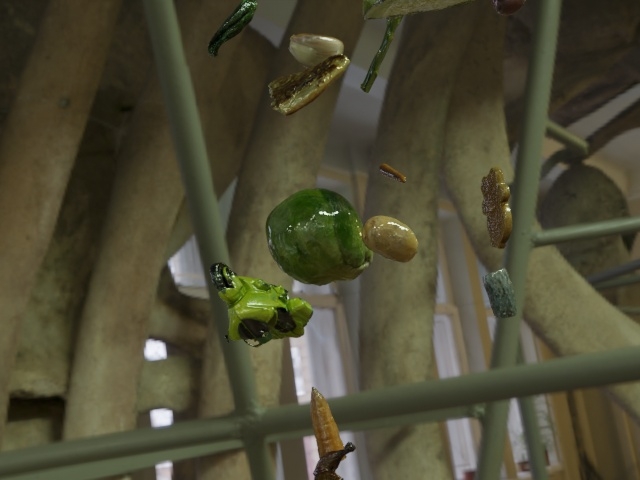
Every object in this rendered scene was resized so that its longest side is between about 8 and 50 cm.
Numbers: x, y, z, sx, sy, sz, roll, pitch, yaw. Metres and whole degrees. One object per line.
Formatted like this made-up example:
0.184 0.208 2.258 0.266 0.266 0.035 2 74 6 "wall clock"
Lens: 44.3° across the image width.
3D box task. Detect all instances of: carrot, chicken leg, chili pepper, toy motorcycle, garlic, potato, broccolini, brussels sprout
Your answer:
0.009 0.475 2.039 0.072 0.205 0.072 -15 4 1 "carrot"
0.019 0.391 1.328 0.062 0.037 0.145 11 -57 2 "chicken leg"
-0.267 -0.703 2.520 0.065 0.279 0.122 39 1 -18 "chili pepper"
0.240 -0.215 2.551 0.037 0.037 0.190 -4 18 -20 "carrot"
-0.140 0.169 1.900 0.142 0.206 0.342 -25 -25 20 "toy motorcycle"
0.004 -0.626 2.627 0.206 0.115 0.128 -1 2 -28 "garlic"
0.202 -0.006 2.276 0.178 0.109 0.118 26 -26 -14 "potato"
0.194 -0.655 2.443 0.078 0.392 0.074 17 13 -32 "broccolini"
0.002 -0.005 2.410 0.354 0.289 0.281 36 -79 -31 "brussels sprout"

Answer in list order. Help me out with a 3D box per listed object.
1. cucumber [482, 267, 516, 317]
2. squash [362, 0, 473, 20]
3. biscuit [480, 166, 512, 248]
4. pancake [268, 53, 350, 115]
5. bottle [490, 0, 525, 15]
0.410 0.122 1.787 0.064 0.112 0.064 -17 -4 -1 "cucumber"
0.188 -0.472 1.542 0.236 0.155 0.204 -9 -33 11 "squash"
0.502 -0.090 2.217 0.036 0.226 0.166 -2 -20 -12 "biscuit"
-0.059 -0.465 2.347 0.266 0.057 0.244 -44 33 -20 "pancake"
0.467 -0.702 2.064 0.110 0.233 0.110 -13 -19 -5 "bottle"
